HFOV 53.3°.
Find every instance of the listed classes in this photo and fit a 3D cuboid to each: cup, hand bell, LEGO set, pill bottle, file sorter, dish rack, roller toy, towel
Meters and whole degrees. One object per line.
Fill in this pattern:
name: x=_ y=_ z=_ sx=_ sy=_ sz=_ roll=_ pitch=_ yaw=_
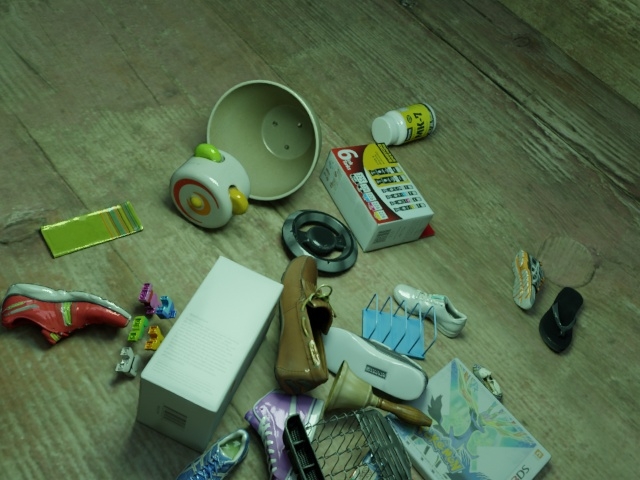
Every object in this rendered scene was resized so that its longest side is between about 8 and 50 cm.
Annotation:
cup: x=-0.132 y=-0.305 z=1.861 sx=0.331 sy=0.331 sz=0.237 roll=30 pitch=23 yaw=6
hand bell: x=0.143 y=0.381 z=1.476 sx=0.242 sy=0.126 sz=0.126 roll=22 pitch=48 yaw=1
LEGO set: x=-0.381 y=0.217 z=1.472 sx=0.087 sy=0.093 sz=0.227 roll=-5 pitch=51 yaw=18
pill bottle: x=0.283 y=-0.393 z=2.175 sx=0.208 sy=0.119 sz=0.119 roll=-22 pitch=62 yaw=-32
file sorter: x=0.203 y=0.218 z=1.650 sx=0.170 sy=0.104 sz=0.118 roll=12 pitch=48 yaw=-9
dish rack: x=0.065 y=0.441 z=1.309 sx=0.271 sy=0.074 sz=0.208 roll=-5 pitch=53 yaw=-30
roller toy: x=-0.297 y=-0.134 z=1.711 sx=0.209 sy=0.191 sz=0.146 roll=46 pitch=46 yaw=-11
towel: x=-0.584 y=-0.032 z=1.640 sx=0.237 sy=0.021 sz=0.102 roll=-21 pitch=60 yaw=-32

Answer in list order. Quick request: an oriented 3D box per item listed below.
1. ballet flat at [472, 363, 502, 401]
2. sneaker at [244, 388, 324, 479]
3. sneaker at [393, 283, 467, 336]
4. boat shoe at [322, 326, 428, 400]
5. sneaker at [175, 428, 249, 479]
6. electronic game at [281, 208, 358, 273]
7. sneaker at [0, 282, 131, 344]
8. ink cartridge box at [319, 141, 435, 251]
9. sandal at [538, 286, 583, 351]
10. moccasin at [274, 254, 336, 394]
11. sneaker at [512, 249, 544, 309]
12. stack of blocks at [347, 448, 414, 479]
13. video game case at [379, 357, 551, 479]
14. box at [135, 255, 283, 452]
ballet flat: x=0.437 y=0.363 z=1.654 sx=0.041 sy=0.041 sz=0.114 roll=-12 pitch=56 yaw=-27
sneaker: x=-0.102 y=0.443 z=1.370 sx=0.161 sy=0.102 sz=0.282 roll=19 pitch=38 yaw=1
sneaker: x=0.302 y=0.170 z=1.731 sx=0.212 sy=0.094 sz=0.080 roll=32 pitch=50 yaw=9
boat shoe: x=0.124 y=0.292 z=1.568 sx=0.301 sy=0.108 sz=0.102 roll=20 pitch=9 yaw=18
sneaker: x=-0.227 y=0.464 z=1.311 sx=0.080 sy=0.081 sz=0.211 roll=39 pitch=51 yaw=12
electronic game: x=0.000 y=0.000 z=1.797 sx=0.229 sy=0.048 sz=0.229 roll=16 pitch=45 yaw=-16
sneaker: x=-0.572 y=0.179 z=1.438 sx=0.279 sy=0.107 sz=0.118 roll=9 pitch=68 yaw=-8
ink cartridge box: x=0.192 y=-0.144 z=1.930 sx=0.271 sy=0.130 sz=0.309 roll=-12 pitch=56 yaw=-29
sandal: x=0.705 y=0.217 z=1.858 sx=0.097 sy=0.054 sz=0.254 roll=31 pitch=48 yaw=8
moccasin: x=-0.025 y=0.180 z=1.514 sx=0.147 sy=0.139 sz=0.380 roll=-17 pitch=36 yaw=15
sneaker: x=0.625 y=0.119 z=1.896 sx=0.083 sy=0.084 sz=0.215 roll=22 pitch=47 yaw=-7
stack of blocks: x=0.172 y=0.602 z=1.330 sx=0.297 sy=0.087 sz=0.171 roll=36 pitch=49 yaw=12
video game case: x=0.349 y=0.480 z=1.529 sx=0.300 sy=0.036 sz=0.329 roll=-29 pitch=65 yaw=-35
box: x=-0.239 y=0.244 z=1.400 sx=0.168 sy=0.215 sz=0.345 roll=25 pitch=47 yaw=3
